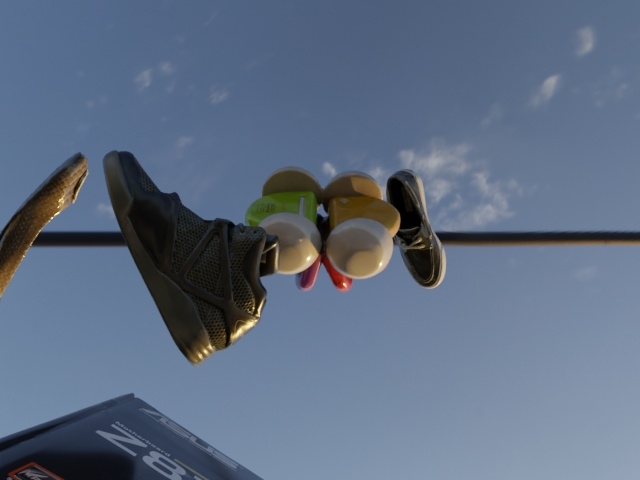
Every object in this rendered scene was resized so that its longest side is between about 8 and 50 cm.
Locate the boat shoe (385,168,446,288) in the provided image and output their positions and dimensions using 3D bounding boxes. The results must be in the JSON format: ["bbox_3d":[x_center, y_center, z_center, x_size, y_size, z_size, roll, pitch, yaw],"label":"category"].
[{"bbox_3d":[0.158,-0.013,1.050,0.077,0.070,0.220,-14,-81,29],"label":"boat shoe"}]

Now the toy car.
[{"bbox_3d":[0.000,0.000,0.721,0.181,0.159,0.136,4,-54,-3],"label":"toy car"}]

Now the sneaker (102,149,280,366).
[{"bbox_3d":[-0.123,-0.005,0.591,0.228,0.130,0.087,57,-16,16],"label":"sneaker"}]

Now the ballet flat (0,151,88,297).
[{"bbox_3d":[-0.354,0.002,0.720,0.058,0.250,0.084,39,-10,-20],"label":"ballet flat"}]

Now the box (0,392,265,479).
[{"bbox_3d":[-0.028,0.255,0.386,0.394,0.097,0.318,33,-10,3],"label":"box"}]
